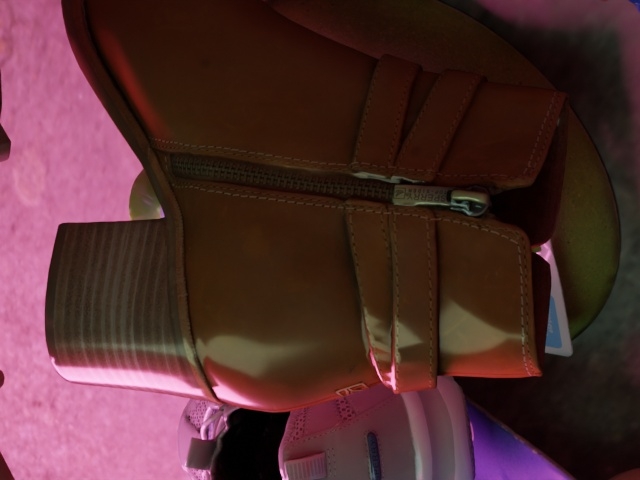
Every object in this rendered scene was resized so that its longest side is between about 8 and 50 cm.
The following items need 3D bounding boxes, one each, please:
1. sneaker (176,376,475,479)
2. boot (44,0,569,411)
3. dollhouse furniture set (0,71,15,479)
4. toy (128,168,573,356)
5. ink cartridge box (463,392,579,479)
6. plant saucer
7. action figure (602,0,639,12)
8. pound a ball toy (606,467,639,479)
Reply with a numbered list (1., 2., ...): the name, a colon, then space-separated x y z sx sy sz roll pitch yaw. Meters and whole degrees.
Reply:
1. sneaker: -0.032 0.107 0.865 0.281 0.115 0.105 -19 77 62
2. boot: -0.002 -0.065 0.678 0.220 0.283 0.109 -2 158 18
3. dollhouse furniture set: -0.135 -0.098 0.653 0.355 0.174 0.303 57 147 23
4. toy: 0.000 0.000 0.770 0.237 0.056 0.137 11 132 33
5. ink cartridge box: 0.111 0.261 0.802 0.324 0.071 0.330 -146 39 -64
6. plant saucer: 0.036 -0.020 0.796 0.241 0.037 0.241 23 138 23
7. action figure: 0.130 -0.116 0.635 0.115 0.030 0.038 52 146 -9
8. pound a ball toy: 0.263 0.271 0.773 0.208 0.136 0.319 4 105 51
